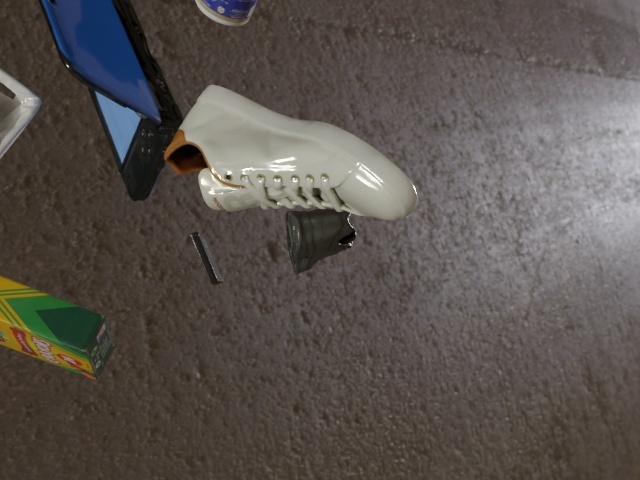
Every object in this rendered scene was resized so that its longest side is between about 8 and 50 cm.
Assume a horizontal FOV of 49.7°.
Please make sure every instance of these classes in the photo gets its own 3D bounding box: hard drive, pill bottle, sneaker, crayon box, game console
[{"bbox_3d":[-0.282,0.046,1.718,0.094,0.022,0.135,83,-17,-86],"label":"hard drive"},{"bbox_3d":[-0.147,-0.492,1.240,0.112,0.186,0.112,17,47,-19],"label":"pill bottle"},{"bbox_3d":[-0.041,-0.060,0.709,0.123,0.290,0.106,-55,146,-16],"label":"sneaker"},{"bbox_3d":[-0.564,0.152,1.314,0.319,0.202,0.081,21,62,0],"label":"crayon box"},{"bbox_3d":[-0.314,-0.229,0.911,0.173,0.250,0.293,-6,58,-38],"label":"game console"},{"bbox_3d":[0.000,0.000,1.324,0.286,0.130,0.109,128,-49,-83],"label":"sneaker"}]

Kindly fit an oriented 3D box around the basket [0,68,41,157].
[{"bbox_3d":[-0.480,-0.150,0.934,0.113,0.103,0.167,38,50,-23],"label":"basket"}]
